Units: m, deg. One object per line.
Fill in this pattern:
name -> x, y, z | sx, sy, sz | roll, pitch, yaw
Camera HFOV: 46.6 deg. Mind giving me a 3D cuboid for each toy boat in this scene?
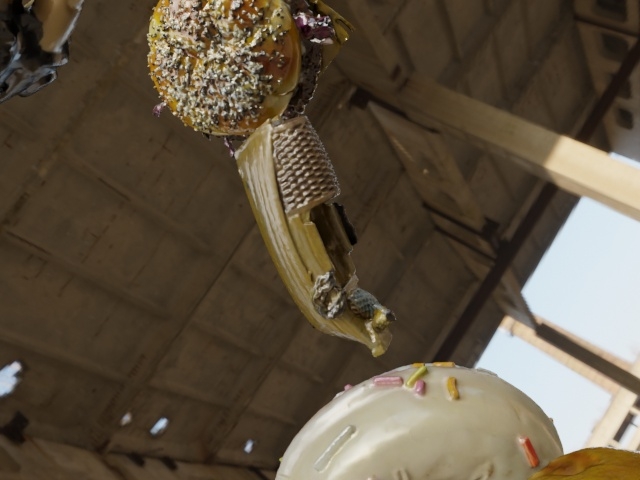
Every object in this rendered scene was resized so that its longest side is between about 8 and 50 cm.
toy boat -> 0.000, 0.000, 0.425 | 0.149, 0.049, 0.047 | 65, -154, -10

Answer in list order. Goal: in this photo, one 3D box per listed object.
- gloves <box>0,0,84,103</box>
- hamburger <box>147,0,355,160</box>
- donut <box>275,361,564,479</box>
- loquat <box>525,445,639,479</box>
gloves -> -0.204, -0.107, 0.362 | 0.164, 0.203, 0.124 | -68, -24, -51
hamburger -> -0.071, -0.163, 0.618 | 0.189, 0.164, 0.093 | -62, -6, 26
donut -> 0.126, 0.327, 0.894 | 0.382, 0.142, 0.383 | -3, -69, -7
loquat -> 0.264, 0.329, 0.633 | 0.276, 0.284, 0.276 | -42, -7, -6
